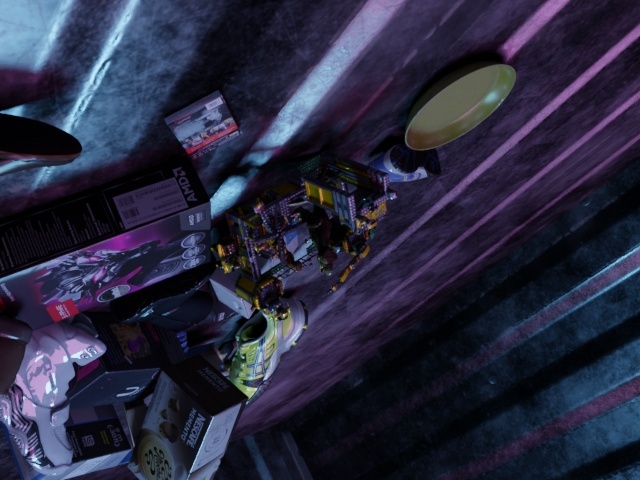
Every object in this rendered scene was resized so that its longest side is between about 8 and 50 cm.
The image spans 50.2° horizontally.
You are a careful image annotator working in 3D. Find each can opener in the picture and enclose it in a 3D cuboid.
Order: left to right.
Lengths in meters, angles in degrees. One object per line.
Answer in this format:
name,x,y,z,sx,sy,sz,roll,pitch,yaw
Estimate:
can opener,-0.300,0.385,2.137,0.095,0.076,0.283,-55,-179,-41

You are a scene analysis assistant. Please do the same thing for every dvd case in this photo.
dvd case,-0.168,-0.166,0.996,0.087,0.013,0.119,-28,162,-1

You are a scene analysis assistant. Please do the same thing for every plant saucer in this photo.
plant saucer,0.259,-0.263,1.307,0.241,0.037,0.241,-25,160,-10

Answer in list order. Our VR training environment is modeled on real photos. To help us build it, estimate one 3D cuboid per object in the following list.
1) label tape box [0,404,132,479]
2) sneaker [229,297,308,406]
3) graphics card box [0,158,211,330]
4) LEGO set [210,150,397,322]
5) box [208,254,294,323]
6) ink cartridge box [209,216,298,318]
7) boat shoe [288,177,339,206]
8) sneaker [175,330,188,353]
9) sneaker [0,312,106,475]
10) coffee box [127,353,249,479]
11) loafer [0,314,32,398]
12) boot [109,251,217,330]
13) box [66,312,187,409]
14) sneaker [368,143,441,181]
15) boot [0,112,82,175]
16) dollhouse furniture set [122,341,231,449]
label tape box,-0.542,0.395,1.541,0.106,0.241,0.333,-37,160,17
sneaker,-0.190,0.308,1.923,0.147,0.145,0.385,19,110,-34
graphics card box,-0.357,0.020,1.080,0.371,0.094,0.233,-23,160,-19
LEGO set,0.000,0.000,1.189,0.331,0.192,0.255,-24,125,-34
box,-0.168,0.100,1.594,0.183,0.056,0.231,-20,159,-22
ink cartridge box,-0.125,0.041,1.343,0.191,0.082,0.140,-55,168,-19
boat shoe,-0.014,-0.094,1.329,0.135,0.050,0.045,-23,154,-17
sneaker,-0.361,0.267,1.738,0.053,0.059,0.144,-19,158,-19
sneaker,-0.486,0.263,1.258,0.210,0.137,0.366,-28,123,-20
coffee box,-0.298,0.427,1.517,0.119,0.168,0.297,-14,134,-55
loafer,-0.596,0.203,1.026,0.366,0.130,0.134,-17,151,27
boot,-0.275,0.102,1.392,0.246,0.094,0.207,-31,160,14
box,-0.442,0.258,1.477,0.165,0.143,0.270,-37,159,19
sneaker,0.179,-0.163,1.417,0.081,0.080,0.211,-16,171,38
boot,-0.389,-0.082,0.773,0.219,0.082,0.106,-1,133,-34
dollhouse furniture set,-0.343,0.425,1.753,0.303,0.198,0.286,-15,-166,-19
